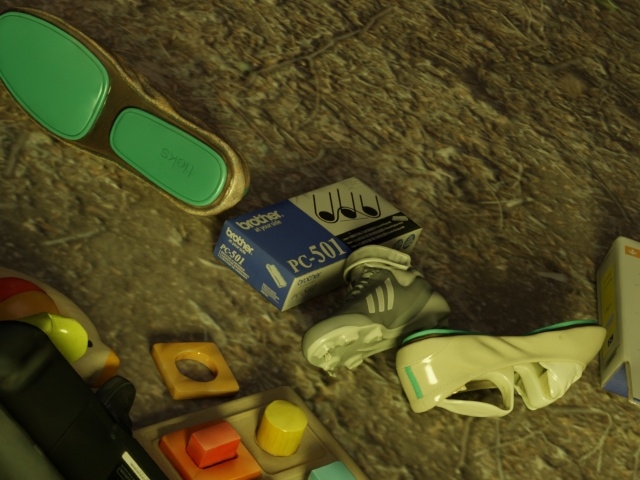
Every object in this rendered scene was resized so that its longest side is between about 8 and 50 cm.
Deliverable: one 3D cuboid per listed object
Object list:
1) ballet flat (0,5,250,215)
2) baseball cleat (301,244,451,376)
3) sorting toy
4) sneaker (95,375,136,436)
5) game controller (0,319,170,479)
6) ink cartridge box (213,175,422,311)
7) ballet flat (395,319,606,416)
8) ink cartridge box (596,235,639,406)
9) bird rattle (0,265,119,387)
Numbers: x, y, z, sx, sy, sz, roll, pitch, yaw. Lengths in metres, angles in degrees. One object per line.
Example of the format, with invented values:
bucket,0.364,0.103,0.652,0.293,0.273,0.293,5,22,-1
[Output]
ballet flat,-0.199,-0.125,1.598,0.316,0.107,0.106,39,15,13
baseball cleat,0.035,0.061,1.477,0.206,0.072,0.109,-5,55,-53
sorting toy,-0.040,0.186,1.272,0.196,0.047,0.348,-10,45,-41
sneaker,-0.154,0.180,1.195,0.089,0.051,0.170,21,44,10
game controller,-0.147,0.198,1.063,0.319,0.067,0.166,53,20,-10
ink cartridge box,0.000,0.000,1.572,0.097,0.046,0.207,39,35,24
ballet flat,0.178,0.125,1.490,0.248,0.086,0.086,-2,40,-32
ink cartridge box,0.432,0.146,1.624,0.303,0.072,0.307,22,34,-4
bird rattle,-0.277,0.075,1.258,0.253,0.143,0.207,30,18,34
